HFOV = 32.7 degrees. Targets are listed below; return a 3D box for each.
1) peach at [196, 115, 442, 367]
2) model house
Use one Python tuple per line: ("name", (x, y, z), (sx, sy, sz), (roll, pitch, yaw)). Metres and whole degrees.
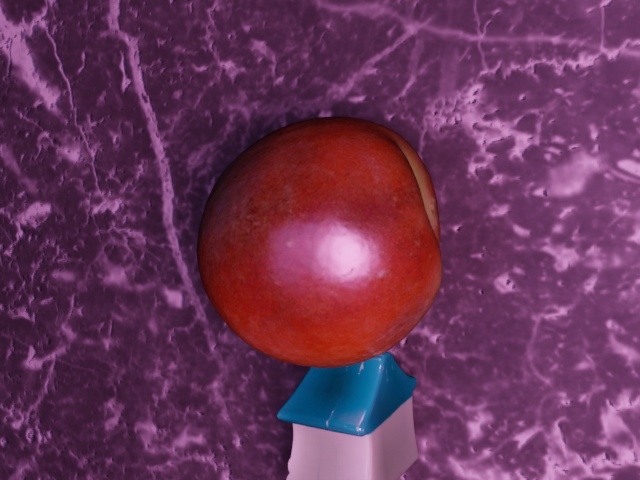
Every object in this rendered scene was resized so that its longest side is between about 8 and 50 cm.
("peach", (0.000, 0.000, 1.054), (0.252, 0.252, 0.253), (2, 94, 30))
("model house", (0.030, 0.176, 1.110), (0.100, 0.127, 0.149), (8, 110, 29))
